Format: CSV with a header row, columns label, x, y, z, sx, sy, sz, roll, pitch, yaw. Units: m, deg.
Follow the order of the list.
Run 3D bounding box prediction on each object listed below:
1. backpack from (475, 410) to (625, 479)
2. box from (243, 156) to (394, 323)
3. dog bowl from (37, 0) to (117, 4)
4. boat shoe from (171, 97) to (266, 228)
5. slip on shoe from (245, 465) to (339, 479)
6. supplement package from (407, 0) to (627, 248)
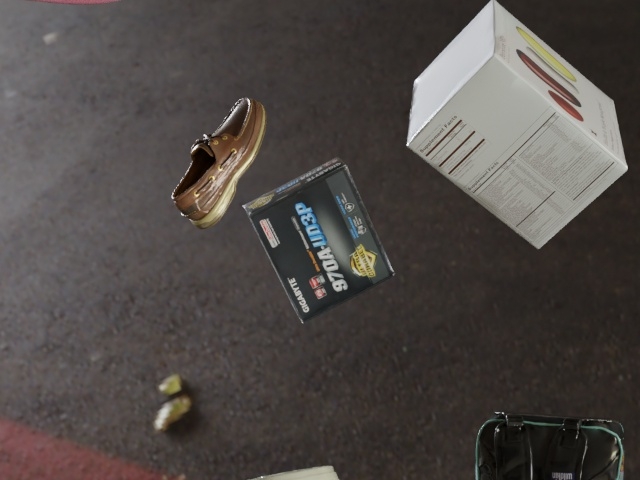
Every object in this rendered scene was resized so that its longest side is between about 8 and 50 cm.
label,x,y,z,sx,sy,sz,roll,pitch,yaw
backpack,0.254,0.287,1.309,0.165,0.188,0.144,1,-6,16
box,0.000,0.000,1.910,0.175,0.220,0.051,-27,26,-5
dog bowl,-0.336,-0.349,1.165,0.408,0.150,0.408,12,19,-4
boat shoe,-0.120,-0.101,1.412,0.064,0.060,0.178,-2,56,49
slip on shoe,-0.033,0.242,0.927,0.123,0.331,0.101,-9,76,-8
supplement package,0.228,-0.140,1.390,0.149,0.203,0.194,-46,16,27
